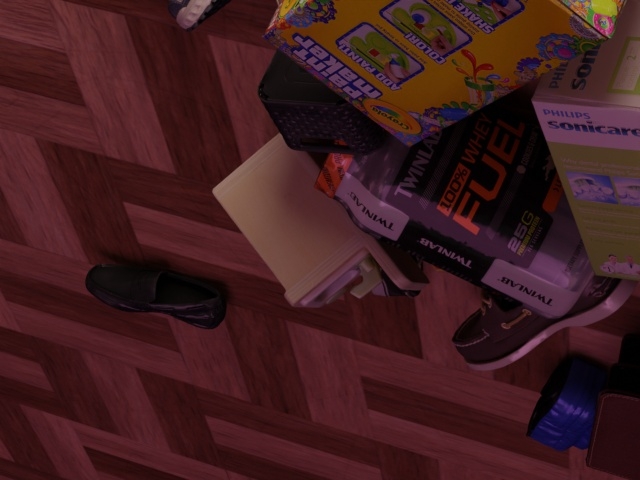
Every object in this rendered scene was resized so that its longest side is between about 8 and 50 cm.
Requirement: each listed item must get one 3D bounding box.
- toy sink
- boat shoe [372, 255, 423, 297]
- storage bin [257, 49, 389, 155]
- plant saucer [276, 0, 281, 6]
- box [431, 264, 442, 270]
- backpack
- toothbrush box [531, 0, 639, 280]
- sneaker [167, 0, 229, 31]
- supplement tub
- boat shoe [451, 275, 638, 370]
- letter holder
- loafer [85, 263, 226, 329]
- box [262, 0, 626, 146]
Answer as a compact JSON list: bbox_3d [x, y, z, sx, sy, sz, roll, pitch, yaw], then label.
[{"bbox_3d":[0.000,0.000,2.038,0.234,0.131,0.153,52,-170,10],"label":"toy sink"},{"bbox_3d":[0.100,0.021,2.202,0.070,0.077,0.219,11,165,10],"label":"boat shoe"},{"bbox_3d":[0.027,-0.187,1.800,0.122,0.180,0.084,7,146,30],"label":"storage bin"},{"bbox_3d":[0.024,-0.272,1.733,0.168,0.029,0.168,8,105,35],"label":"plant saucer"},{"bbox_3d":[0.114,-0.053,2.084,0.087,0.058,0.232,-5,140,46],"label":"box"},{"bbox_3d":[0.351,0.221,2.330,0.101,0.098,0.120,20,140,0],"label":"backpack"},{"bbox_3d":[0.321,-0.119,1.660,0.122,0.206,0.283,7,146,30],"label":"toothbrush box"},{"bbox_3d":[-0.117,-0.330,1.784,0.122,0.110,0.283,43,149,4],"label":"sneaker"},{"bbox_3d":[0.165,-0.059,1.896,0.316,0.193,0.193,25,152,-1],"label":"supplement tub"},{"bbox_3d":[0.261,0.072,2.132,0.097,0.116,0.324,38,145,-14],"label":"boat shoe"},{"bbox_3d":[0.508,0.223,2.154,0.302,0.152,0.214,17,149,14],"label":"letter holder"},{"bbox_3d":[-0.248,0.072,2.570,0.223,0.076,0.078,14,145,9],"label":"loafer"},{"bbox_3d":[0.137,-0.275,1.450,0.177,0.290,0.279,35,149,-18],"label":"box"}]
